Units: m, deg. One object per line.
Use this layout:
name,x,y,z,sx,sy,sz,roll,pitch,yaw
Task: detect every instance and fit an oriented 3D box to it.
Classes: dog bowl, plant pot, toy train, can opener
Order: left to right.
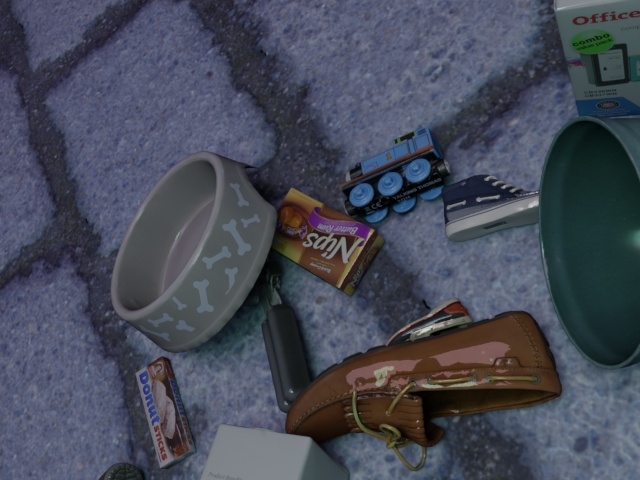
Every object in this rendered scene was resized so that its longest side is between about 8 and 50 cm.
dog bowl,-0.223,0.007,1.136,0.348,0.102,0.349,-32,43,35
can opener,-0.081,0.138,1.082,0.093,0.074,0.280,-6,53,-22
toy train,0.117,-0.102,1.093,0.184,0.080,0.105,-22,52,21
plant pot,0.406,-0.006,0.803,0.196,0.293,0.293,-5,64,-4

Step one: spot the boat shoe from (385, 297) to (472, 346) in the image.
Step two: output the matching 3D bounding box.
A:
boat shoe,0.155,0.137,0.991,0.137,0.049,0.043,-34,60,6

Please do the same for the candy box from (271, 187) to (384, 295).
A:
candy box,0.000,0.000,1.124,0.186,0.053,0.109,30,85,35

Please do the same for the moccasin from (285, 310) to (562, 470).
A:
moccasin,0.130,0.221,0.925,0.379,0.139,0.147,-17,54,11

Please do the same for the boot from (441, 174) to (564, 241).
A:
boot,0.267,-0.065,0.999,0.189,0.069,0.086,-15,66,24

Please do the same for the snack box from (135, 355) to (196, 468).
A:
snack box,-0.265,0.290,1.161,0.064,0.022,0.178,-34,58,13

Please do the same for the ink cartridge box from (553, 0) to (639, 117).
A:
ink cartridge box,0.429,-0.317,0.898,0.198,0.270,0.197,-1,70,28

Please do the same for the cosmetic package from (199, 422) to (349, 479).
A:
cosmetic package,-0.073,0.368,0.926,0.151,0.151,0.184,1,55,28

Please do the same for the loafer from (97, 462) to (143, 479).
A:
loafer,-0.341,0.490,1.090,0.087,0.094,0.251,-29,46,43
